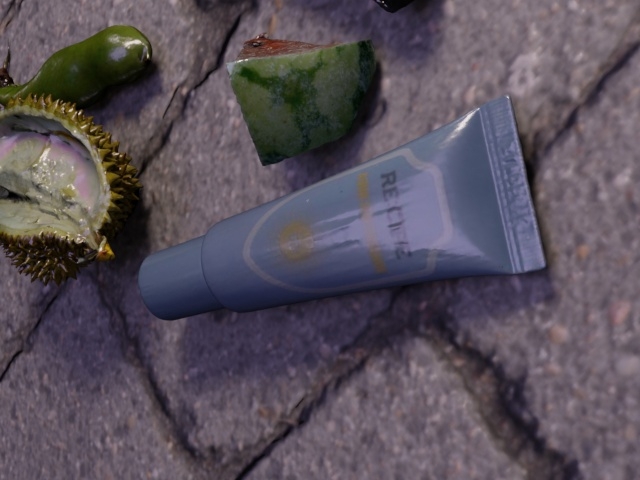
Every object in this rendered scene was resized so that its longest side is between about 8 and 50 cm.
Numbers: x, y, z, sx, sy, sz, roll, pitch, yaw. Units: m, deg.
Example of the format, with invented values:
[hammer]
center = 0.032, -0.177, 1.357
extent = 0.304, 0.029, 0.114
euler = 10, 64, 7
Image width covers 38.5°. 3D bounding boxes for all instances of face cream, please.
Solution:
[face cream]
center = 0.000, 0.000, 0.785
extent = 0.385, 0.086, 0.136
euler = -16, 78, 33

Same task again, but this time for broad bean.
[broad bean]
center = -0.295, -0.194, 1.049
extent = 0.318, 0.056, 0.098
euler = 7, 93, 41

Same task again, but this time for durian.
[durian]
center = -0.254, -0.044, 0.957
extent = 0.237, 0.137, 0.193
euler = 44, 110, 33

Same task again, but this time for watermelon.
[watermelon]
center = -0.045, -0.129, 0.812
extent = 0.158, 0.121, 0.098
euler = 20, 123, 42

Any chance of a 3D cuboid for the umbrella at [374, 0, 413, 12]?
[umbrella]
center = -0.021, -0.331, 0.795
extent = 0.336, 0.128, 0.154
euler = 35, 126, 28
